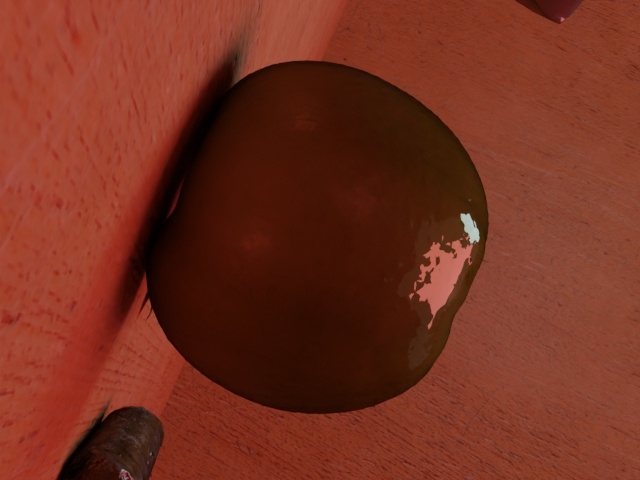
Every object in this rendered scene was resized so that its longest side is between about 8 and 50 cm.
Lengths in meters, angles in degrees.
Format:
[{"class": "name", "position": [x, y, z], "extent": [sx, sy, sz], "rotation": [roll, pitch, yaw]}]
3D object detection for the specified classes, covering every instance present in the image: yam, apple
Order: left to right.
[{"class": "yam", "position": [-0.199, 0.217, 0.808], "extent": [0.179, 0.078, 0.078], "rotation": [-87, -159, -82]}, {"class": "apple", "position": [0.000, 0.000, 0.698], "extent": [0.292, 0.254, 0.291], "rotation": [-160, -90, -90]}]

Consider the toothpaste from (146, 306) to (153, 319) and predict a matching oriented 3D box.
[{"class": "toothpaste", "position": [-0.138, 0.016, 0.861], "extent": [0.048, 0.031, 0.190], "rotation": [-61, -178, 28]}]

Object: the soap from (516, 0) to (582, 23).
[{"class": "soap", "position": [0.085, -0.236, 0.382], "extent": [0.138, 0.182, 0.199], "rotation": [119, -6, -57]}]
